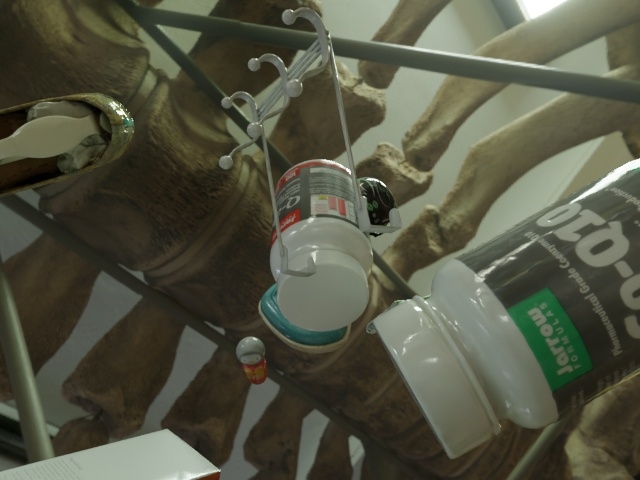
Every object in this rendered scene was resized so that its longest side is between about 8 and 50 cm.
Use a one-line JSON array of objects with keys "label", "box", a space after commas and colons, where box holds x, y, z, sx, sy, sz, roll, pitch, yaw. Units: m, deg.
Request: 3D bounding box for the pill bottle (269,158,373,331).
[{"label": "pill bottle", "box": [0.000, 0.000, 1.118, 0.210, 0.363, 0.210, -1, -54, -2]}]

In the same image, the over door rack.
[{"label": "over door rack", "box": [-0.043, -0.120, 0.757, 0.108, 0.239, 0.324, -14, -99, -36]}]

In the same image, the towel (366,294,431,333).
[{"label": "towel", "box": [0.157, 0.106, 0.842, 0.152, 0.113, 0.023, -11, -111, -28]}]

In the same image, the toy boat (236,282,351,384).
[{"label": "toy boat", "box": [-0.078, 0.215, 1.327, 0.318, 0.267, 0.148, -42, -36, -32]}]

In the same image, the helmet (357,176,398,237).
[{"label": "helmet", "box": [0.124, -0.091, 1.433, 0.169, 0.161, 0.169, -27, -17, -9]}]

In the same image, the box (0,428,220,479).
[{"label": "box", "box": [-0.349, 0.452, 0.795, 0.345, 0.168, 0.215, 2, -81, -48]}]

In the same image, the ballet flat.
[{"label": "ballet flat", "box": [-0.396, -0.098, 0.628, 0.349, 0.123, 0.123, -21, -64, -16]}]

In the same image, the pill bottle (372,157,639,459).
[{"label": "pill bottle", "box": [0.255, 0.077, 0.593, 0.361, 0.204, 0.204, -30, -60, -1]}]
